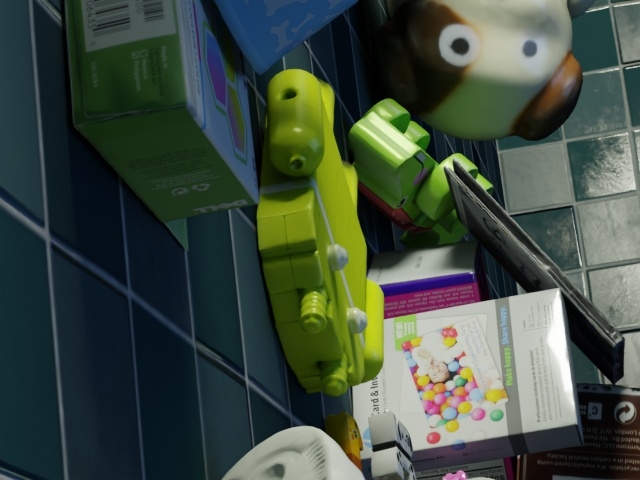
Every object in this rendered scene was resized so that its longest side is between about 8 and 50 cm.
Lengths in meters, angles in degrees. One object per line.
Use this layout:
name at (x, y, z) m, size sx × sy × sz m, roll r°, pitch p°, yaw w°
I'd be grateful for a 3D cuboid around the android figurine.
android figurine at (0.000, 0.000, 1.456) m, size 0.273 × 0.056 × 0.248 m, roll -89°, pitch 166°, yaw -53°

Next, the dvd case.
dvd case at (0.194, 0.031, 1.745) m, size 0.221 × 0.018 × 0.164 m, roll 48°, pitch -4°, yaw 17°

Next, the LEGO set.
LEGO set at (0.049, 0.180, 1.486) m, size 0.227 × 0.087 × 0.093 m, roll 51°, pitch 27°, yaw -58°

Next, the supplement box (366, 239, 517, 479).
supplement box at (0.112, 0.124, 1.798) m, size 0.111 × 0.114 × 0.220 m, roll -68°, pitch 149°, yaw -73°

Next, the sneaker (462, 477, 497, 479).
sneaker at (0.051, 0.254, 1.351) m, size 0.295 × 0.104 × 0.147 m, roll 3°, pitch 117°, yaw -55°

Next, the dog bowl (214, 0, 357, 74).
dog bowl at (-0.054, -0.233, 1.119) m, size 0.166 × 0.074 × 0.297 m, roll 60°, pitch 8°, yaw -52°

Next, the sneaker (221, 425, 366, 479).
sneaker at (0.035, 0.268, 1.044) m, size 0.236 × 0.130 × 0.323 m, roll 54°, pitch 15°, yaw -25°

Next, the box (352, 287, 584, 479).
box at (0.120, 0.120, 1.625) m, size 0.038 × 0.186 × 0.145 m, roll 66°, pitch 17°, yaw -47°

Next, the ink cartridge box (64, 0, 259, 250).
ink cartridge box at (-0.078, -0.079, 1.063) m, size 0.209 × 0.062 × 0.109 m, roll 56°, pitch 25°, yaw -68°

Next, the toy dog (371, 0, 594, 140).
toy dog at (0.163, -0.276, 2.163) m, size 0.408 × 0.284 × 0.395 m, roll -87°, pitch -159°, yaw -56°

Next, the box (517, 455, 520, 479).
box at (0.168, 0.298, 2.003) m, size 0.170 × 0.091 × 0.130 m, roll -5°, pitch 86°, yaw -80°

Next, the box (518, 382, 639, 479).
box at (0.270, 0.221, 1.811) m, size 0.203 × 0.168 × 0.167 m, roll 49°, pitch 45°, yaw -82°

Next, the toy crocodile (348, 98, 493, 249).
toy crocodile at (0.088, -0.055, 1.886) m, size 0.115 × 0.105 × 0.340 m, roll 40°, pitch 2°, yaw 14°
